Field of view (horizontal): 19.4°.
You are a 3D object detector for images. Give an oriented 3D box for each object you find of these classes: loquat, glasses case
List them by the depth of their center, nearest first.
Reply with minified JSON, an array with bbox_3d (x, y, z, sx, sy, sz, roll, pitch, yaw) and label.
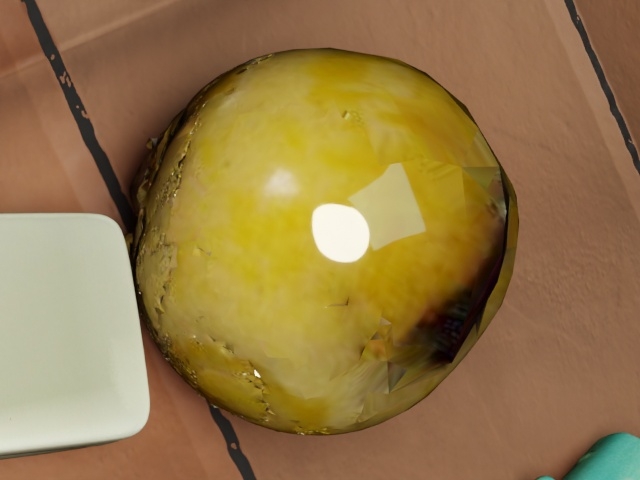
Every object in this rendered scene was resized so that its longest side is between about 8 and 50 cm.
[{"bbox_3d":[-0.233,0.056,0.967,0.313,0.070,0.131,-1,79,-44],"label":"glasses case"},{"bbox_3d":[0.000,0.000,1.093,0.235,0.235,0.235,14,68,-40],"label":"loquat"}]

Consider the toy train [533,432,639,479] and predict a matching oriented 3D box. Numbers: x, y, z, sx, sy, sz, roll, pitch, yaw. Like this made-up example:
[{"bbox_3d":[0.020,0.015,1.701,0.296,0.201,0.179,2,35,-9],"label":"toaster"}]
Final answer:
[{"bbox_3d":[0.192,0.230,1.287,0.159,0.101,0.248,57,35,1],"label":"toy train"}]
